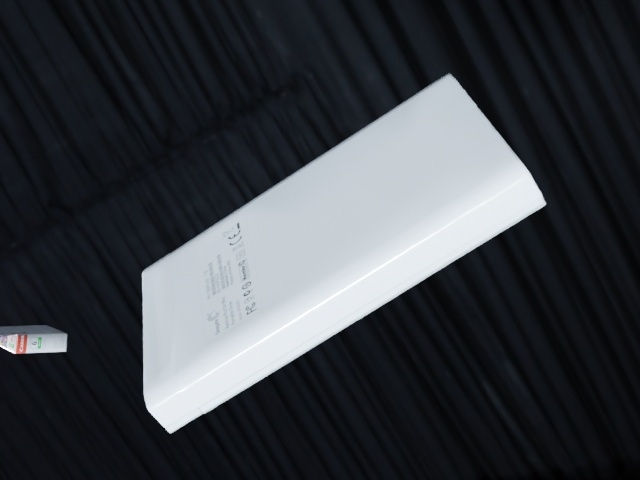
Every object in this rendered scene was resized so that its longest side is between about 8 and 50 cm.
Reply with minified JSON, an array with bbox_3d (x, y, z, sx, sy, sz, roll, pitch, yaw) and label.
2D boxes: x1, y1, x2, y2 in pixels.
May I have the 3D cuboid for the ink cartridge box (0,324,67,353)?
[{"bbox_3d":[-0.421,0.139,1.480,0.115,0.029,0.063,1,-174,-40],"label":"ink cartridge box"}]

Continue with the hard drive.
[{"bbox_3d":[0.000,0.000,0.806,0.308,0.040,0.203,-32,-152,7],"label":"hard drive"}]
